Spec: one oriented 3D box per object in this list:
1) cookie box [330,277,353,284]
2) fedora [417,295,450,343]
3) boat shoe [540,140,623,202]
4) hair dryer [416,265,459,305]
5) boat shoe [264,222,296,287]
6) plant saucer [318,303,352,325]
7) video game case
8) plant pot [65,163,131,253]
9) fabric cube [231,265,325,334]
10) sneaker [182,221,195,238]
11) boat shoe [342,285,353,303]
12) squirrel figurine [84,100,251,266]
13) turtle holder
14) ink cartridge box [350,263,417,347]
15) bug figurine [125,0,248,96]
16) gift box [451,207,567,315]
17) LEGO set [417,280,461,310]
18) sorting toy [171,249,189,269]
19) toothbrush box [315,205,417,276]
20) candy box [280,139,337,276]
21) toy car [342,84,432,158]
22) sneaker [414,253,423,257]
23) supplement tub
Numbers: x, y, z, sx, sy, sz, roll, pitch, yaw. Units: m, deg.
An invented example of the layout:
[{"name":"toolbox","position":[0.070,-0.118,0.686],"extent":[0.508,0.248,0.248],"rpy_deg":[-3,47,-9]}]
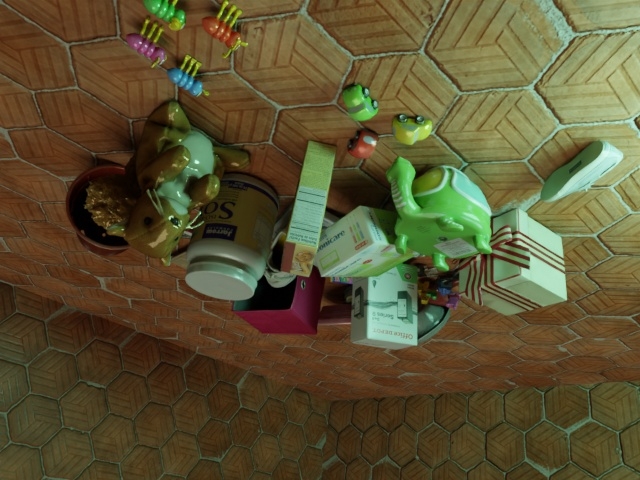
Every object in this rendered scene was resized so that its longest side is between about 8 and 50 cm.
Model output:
[{"name":"cookie box","position":[0.094,0.134,2.032],"extent":[0.107,0.040,0.091],"rpy_deg":[8,152,5]},{"name":"fedora","position":[0.405,0.311,2.128],"extent":[0.124,0.244,0.275],"rpy_deg":[49,175,-3]},{"name":"boat shoe","position":[0.650,-0.157,1.294],"extent":[0.081,0.079,0.227],"rpy_deg":[20,147,-10]},{"name":"hair dryer","position":[0.475,0.185,1.969],"extent":[0.224,0.080,0.293],"rpy_deg":[0,150,16]},{"name":"boat shoe","position":[-0.143,0.070,1.717],"extent":[0.135,0.156,0.367],"rpy_deg":[51,142,11]},{"name":"plant saucer","position":[0.138,0.312,2.207],"extent":[0.332,0.084,0.332],"rpy_deg":[-3,172,0]},{"name":"video game case","position":[0.000,0.000,1.776],"extent":[0.329,0.036,0.300],"rpy_deg":[27,148,-15]},{"name":"plant pot","position":[-0.682,-0.073,1.687],"extent":[0.273,0.272,0.265],"rpy_deg":[21,157,-20]},{"name":"fabric cube","position":[-0.154,0.208,2.018],"extent":[0.259,0.254,0.258],"rpy_deg":[-4,148,23]},{"name":"sneaker","position":[-0.518,-0.045,1.865],"extent":[0.171,0.063,0.075],"rpy_deg":[21,144,-30]},{"name":"boat shoe","position":[0.131,0.225,2.155],"extent":[0.080,0.073,0.223],"rpy_deg":[-7,171,-1]},{"name":"squirrel figurine","position":[-0.439,-0.112,1.397],"extent":[0.397,0.370,0.281],"rpy_deg":[-12,145,34]},{"name":"turtle holder","position":[0.300,-0.080,1.385],"extent":[0.321,0.227,0.243],"rpy_deg":[14,152,-7]},{"name":"ink cartridge box","position":[0.227,0.224,1.820],"extent":[0.211,0.289,0.121],"rpy_deg":[12,159,-24]},{"name":"bug figurine","position":[-0.296,-0.419,1.111],"extent":[0.216,0.072,0.279],"rpy_deg":[26,148,-27]},{"name":"gift box","position":[0.574,0.082,1.561],"extent":[0.258,0.276,0.255],"rpy_deg":[26,142,-25]},{"name":"LEGO set","position":[0.401,0.206,1.892],"extent":[0.227,0.093,0.087],"rpy_deg":[2,136,9]},{"name":"sorting toy","position":[-0.502,0.088,2.140],"extent":[0.208,0.038,0.193],"rpy_deg":[26,148,-36]},{"name":"toothbrush box","position":[0.142,0.012,1.507],"extent":[0.206,0.122,0.283],"rpy_deg":[-34,155,33]},{"name":"candy box","position":[-0.032,-0.085,1.383],"extent":[0.088,0.316,0.183],"rpy_deg":[11,152,-2]},{"name":"toy car","position":[0.124,-0.282,1.251],"extent":[0.239,0.053,0.225],"rpy_deg":[-12,145,34]},{"name":"sneaker","position":[0.331,-0.013,1.601],"extent":[0.111,0.129,0.297],"rpy_deg":[30,144,-31]},{"name":"supplement tub","position":[-0.269,-0.009,1.576],"extent":[0.241,0.331,0.241],"rpy_deg":[7,151,4]}]
